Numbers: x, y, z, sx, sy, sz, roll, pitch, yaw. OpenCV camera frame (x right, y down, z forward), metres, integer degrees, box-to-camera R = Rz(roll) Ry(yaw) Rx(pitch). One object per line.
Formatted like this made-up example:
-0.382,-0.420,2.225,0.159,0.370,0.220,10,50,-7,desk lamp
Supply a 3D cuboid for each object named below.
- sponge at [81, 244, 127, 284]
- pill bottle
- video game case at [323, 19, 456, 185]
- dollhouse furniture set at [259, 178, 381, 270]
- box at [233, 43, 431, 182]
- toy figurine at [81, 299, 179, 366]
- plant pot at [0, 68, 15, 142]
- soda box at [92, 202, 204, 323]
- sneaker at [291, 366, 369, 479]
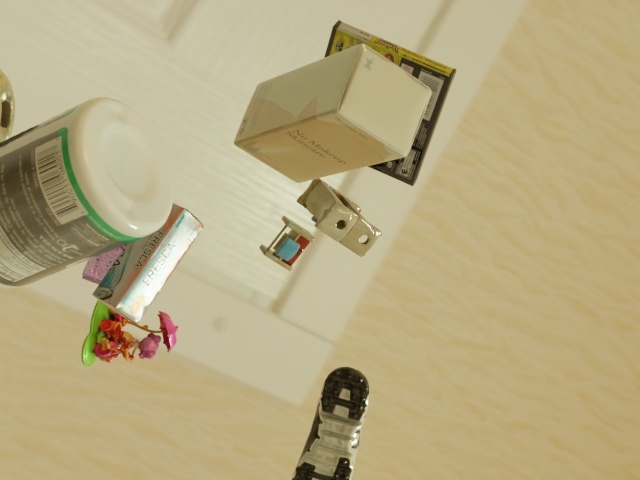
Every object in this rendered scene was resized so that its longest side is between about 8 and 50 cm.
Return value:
-0.401,0.002,2.623,0.031,0.117,0.210,-43,-152,59,sponge
-0.406,-0.050,1.820,0.361,0.204,0.204,-20,-131,28,pill bottle
0.109,-0.264,2.495,0.035,0.248,0.275,-57,168,-49,video game case
0.000,0.000,2.504,0.184,0.129,0.129,-51,-150,9,dollhouse furniture set
0.013,-0.191,1.988,0.311,0.148,0.121,-11,-126,58,box
-0.363,0.188,2.514,0.159,0.130,0.173,10,-132,15,toy figurine
-0.687,-0.233,2.129,0.305,0.334,0.334,21,-97,36,plant pot
-0.256,0.028,1.910,0.063,0.058,0.183,23,-106,40,soda box
0.018,0.275,1.738,0.106,0.078,0.234,-39,146,-81,sneaker
